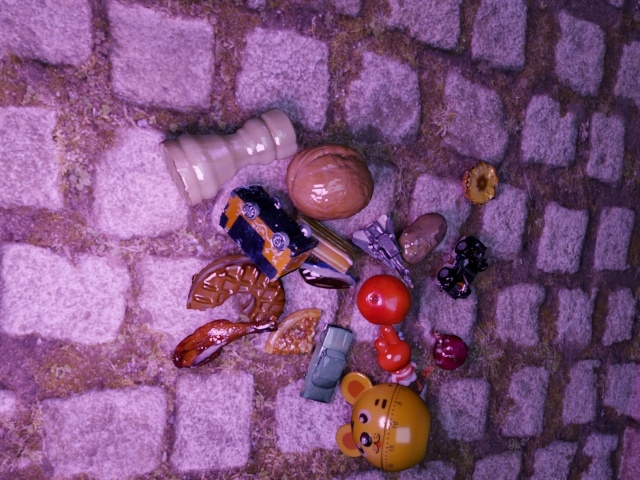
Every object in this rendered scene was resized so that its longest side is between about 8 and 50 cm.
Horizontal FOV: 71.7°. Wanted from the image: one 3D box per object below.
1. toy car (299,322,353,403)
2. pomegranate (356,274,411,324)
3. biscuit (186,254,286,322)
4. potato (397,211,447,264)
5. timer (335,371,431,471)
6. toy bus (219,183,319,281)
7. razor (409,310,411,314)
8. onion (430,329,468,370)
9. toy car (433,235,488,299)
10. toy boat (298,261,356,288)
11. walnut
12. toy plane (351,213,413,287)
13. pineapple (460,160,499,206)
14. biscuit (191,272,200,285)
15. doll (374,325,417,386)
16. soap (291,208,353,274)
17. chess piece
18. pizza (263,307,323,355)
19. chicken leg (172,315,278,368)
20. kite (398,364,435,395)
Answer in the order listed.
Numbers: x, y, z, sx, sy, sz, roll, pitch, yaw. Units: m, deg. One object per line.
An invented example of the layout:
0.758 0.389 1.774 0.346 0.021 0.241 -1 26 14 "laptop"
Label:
0.034 0.507 1.816 0.142 0.097 0.320 22 87 -23 "toy car"
0.269 0.250 1.834 0.220 0.221 0.257 -58 143 -7 "pomegranate"
-0.278 0.185 1.604 0.366 0.115 0.268 22 106 -33 "biscuit"
0.431 -0.011 1.889 0.262 0.165 0.165 -41 108 -16 "potato"
0.250 0.755 1.825 0.387 0.376 0.375 9 93 19 "timer"
-0.188 -0.031 1.545 0.323 0.194 0.162 45 35 16 "toy bus"
0.331 0.332 1.956 0.135 0.040 0.068 -33 106 -9 "razor"
0.583 0.493 2.017 0.173 0.135 0.198 -43 107 -16 "onion"
0.647 0.123 2.016 0.193 0.118 0.301 37 80 -30 "toy car"
0.025 0.124 1.777 0.262 0.114 0.115 10 54 -22 "toy boat"
0.040 -0.212 1.638 0.333 0.333 0.332 -2 96 -22 "walnut"
0.285 0.058 1.796 0.204 0.103 0.316 -33 75 -16 "toy plane"
0.723 -0.259 2.029 0.225 0.076 0.224 -3 99 -24 "pineapple"
-0.378 0.151 1.640 0.188 0.052 0.056 -1 106 -22 "biscuit"
0.320 0.494 1.915 0.161 0.130 0.290 -31 100 -13 "doll"
0.000 0.000 1.700 0.274 0.173 0.089 35 108 -15 "soap"
-0.304 -0.305 1.546 0.442 0.234 0.234 -27 105 -22 "chess piece"
-0.090 0.388 1.775 0.292 0.058 0.197 -31 107 -16 "pizza"
-0.347 0.351 1.567 0.407 0.095 0.158 -24 131 3 "chicken leg"
0.450 0.666 2.048 0.223 0.008 0.125 -16 101 -20 "kite"
